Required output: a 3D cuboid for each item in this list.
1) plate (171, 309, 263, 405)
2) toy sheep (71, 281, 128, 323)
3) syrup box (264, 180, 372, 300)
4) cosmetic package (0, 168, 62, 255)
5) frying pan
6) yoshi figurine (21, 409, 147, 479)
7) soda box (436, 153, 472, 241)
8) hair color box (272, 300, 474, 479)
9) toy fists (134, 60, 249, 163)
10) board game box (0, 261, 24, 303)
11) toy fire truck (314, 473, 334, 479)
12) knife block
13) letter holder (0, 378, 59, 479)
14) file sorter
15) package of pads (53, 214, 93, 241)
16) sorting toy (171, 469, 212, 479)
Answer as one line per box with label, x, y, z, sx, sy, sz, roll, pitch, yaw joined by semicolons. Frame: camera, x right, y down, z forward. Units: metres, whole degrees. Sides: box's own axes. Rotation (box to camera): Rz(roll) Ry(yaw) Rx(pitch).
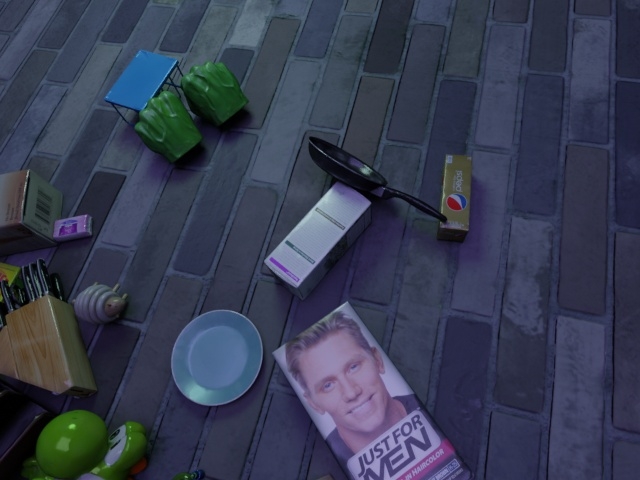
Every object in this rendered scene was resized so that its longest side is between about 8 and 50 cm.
plate;-0.205;0.232;0.907;0.188;0.024;0.188;-3;67;6
toy sheep;-0.467;0.133;0.955;0.132;0.091;0.091;-2;65;22
syrup box;0.000;0.000;0.945;0.096;0.093;0.237;37;76;20
cosmetic package;-0.780;-0.049;1.049;0.296;0.129;0.153;-12;66;2
frying pan;0.110;-0.132;0.983;0.326;0.197;0.053;30;109;-4
yoshi figurine;-0.478;0.429;0.767;0.362;0.203;0.203;-42;61;-15
soda box;0.286;-0.091;0.966;0.058;0.061;0.181;7;67;10
hair color box;0.080;0.301;0.795;0.174;0.105;0.347;-34;66;-8
toy fists;-0.317;-0.320;1.103;0.279;0.142;0.096;-42;23;-11
board game box;-0.736;0.139;1.007;0.092;0.043;0.181;12;68;13
toy fire truck;-0.060;0.510;0.712;0.246;0.158;0.217;-42;67;0
knife block;-0.558;0.172;0.944;0.275;0.088;0.242;12;69;13
letter holder;-0.622;0.381;0.740;0.152;0.214;0.302;34;61;-2
file sorter;-0.438;-0.380;1.166;0.118;0.104;0.170;20;70;15
package of pads;-0.581;-0.028;1.067;0.083;0.032;0.050;-11;64;3
sorting toy;-0.227;0.442;0.806;0.102;0.042;0.061;6;67;10
